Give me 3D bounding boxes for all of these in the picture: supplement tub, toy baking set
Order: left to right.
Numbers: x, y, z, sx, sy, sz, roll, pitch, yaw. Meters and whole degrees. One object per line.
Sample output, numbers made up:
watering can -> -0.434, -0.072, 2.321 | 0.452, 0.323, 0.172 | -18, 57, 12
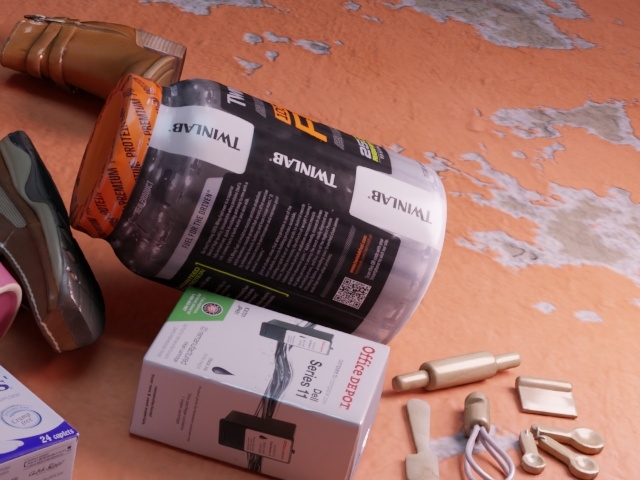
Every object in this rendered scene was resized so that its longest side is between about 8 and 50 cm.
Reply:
supplement tub -> -0.063, -0.032, 1.678 | 0.338, 0.207, 0.207 | 20, 24, -18
toy baking set -> 0.166, 0.173, 1.651 | 0.256, 0.030, 0.197 | -5, 32, -31

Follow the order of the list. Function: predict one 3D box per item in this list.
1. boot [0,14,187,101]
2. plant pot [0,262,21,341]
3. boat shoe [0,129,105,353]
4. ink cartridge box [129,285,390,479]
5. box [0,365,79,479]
boot -> -0.290, -0.219, 2.106 | 0.220, 0.109, 0.283 | 13, 25, -2
plant pot -> -0.377, 0.039, 1.516 | 0.180, 0.201, 0.201 | 36, 32, 10
boat shoe -> -0.302, 0.014, 1.682 | 0.120, 0.122, 0.324 | -26, 35, -5
ink cartridge box -> -0.052, 0.137, 1.563 | 0.208, 0.087, 0.153 | 16, 28, 5
box -> -0.294, 0.172, 1.410 | 0.137, 0.072, 0.126 | 33, 33, 34
